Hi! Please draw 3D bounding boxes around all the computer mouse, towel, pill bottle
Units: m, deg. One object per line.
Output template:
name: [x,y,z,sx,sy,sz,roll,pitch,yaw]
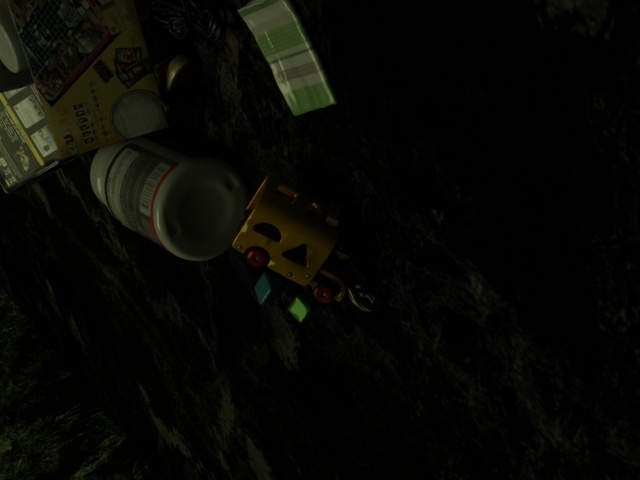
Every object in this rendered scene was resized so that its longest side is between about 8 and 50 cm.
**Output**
computer mouse: [-0.206,-0.387,1.333,0.188,0.072,0.272,26,151,52]
towel: [-0.040,-0.224,1.250,0.113,0.023,0.152,-1,118,64]
pill bottle: [-0.366,-0.334,1.503,0.121,0.221,0.121,43,152,30]
pill bottle: [-0.249,-0.079,1.657,0.283,0.161,0.161,25,140,52]

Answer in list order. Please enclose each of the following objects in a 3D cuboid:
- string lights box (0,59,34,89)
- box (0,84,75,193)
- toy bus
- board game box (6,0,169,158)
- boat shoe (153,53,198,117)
string lights box: [-0.506,-0.350,1.548,0.076,0.133,0.260,-11,101,30]
box: [-0.477,-0.317,1.677,0.318,0.097,0.395,-26,96,27]
toy bus: [-0.011,-0.003,1.350,0.191,0.202,0.104,53,126,28]
board game box: [-0.321,-0.249,1.447,0.042,0.165,0.243,-124,19,-55]
boat shoe: [-0.227,-0.238,1.546,0.059,0.063,0.170,50,156,3]
